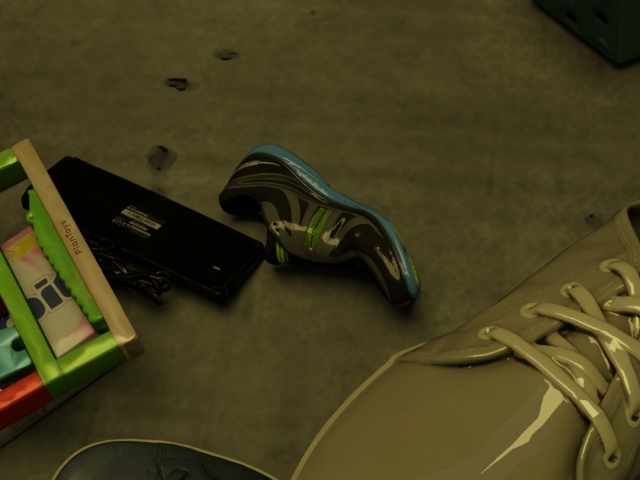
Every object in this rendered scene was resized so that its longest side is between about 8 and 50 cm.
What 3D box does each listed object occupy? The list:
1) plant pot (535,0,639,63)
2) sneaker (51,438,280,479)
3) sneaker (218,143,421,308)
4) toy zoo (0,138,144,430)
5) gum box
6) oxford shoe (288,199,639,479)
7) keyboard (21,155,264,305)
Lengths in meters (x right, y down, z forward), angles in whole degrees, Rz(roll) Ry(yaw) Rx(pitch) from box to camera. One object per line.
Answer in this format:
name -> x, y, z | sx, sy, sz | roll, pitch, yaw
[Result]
plant pot -> 0.281, -0.268, 1.065 | 0.234, 0.166, 0.165 | -42, 65, -8
sneaker -> -0.026, 0.202, 0.827 | 0.350, 0.148, 0.131 | 21, 64, 16
sneaker -> 0.000, 0.000, 0.991 | 0.188, 0.067, 0.078 | 35, 71, 28
toy zoo -> -0.293, 0.069, 0.922 | 0.293, 0.030, 0.192 | -29, 62, -10
gum box -> -0.246, 0.087, 0.962 | 0.188, 0.062, 0.107 | -35, 63, -14
oxford shoe -> 0.150, 0.083, 0.804 | 0.449, 0.130, 0.169 | -27, 63, -36
keyboard -> -0.146, 0.003, 1.026 | 0.192, 0.038, 0.100 | 24, 42, 19
